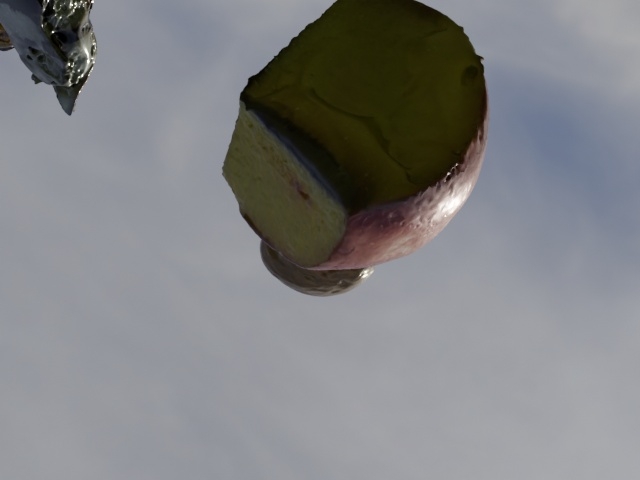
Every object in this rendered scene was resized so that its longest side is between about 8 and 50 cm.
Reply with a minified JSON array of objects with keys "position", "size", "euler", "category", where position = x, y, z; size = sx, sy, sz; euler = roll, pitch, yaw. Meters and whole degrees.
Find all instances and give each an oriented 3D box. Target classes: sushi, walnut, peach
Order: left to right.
[{"position":[-0.338,-0.290,2.120],"size":[0.134,0.273,0.109],"euler":[24,-119,39],"category":"sushi"},{"position":[0.000,0.000,2.215],"size":[0.166,0.167,0.149],"euler":[6,166,-10],"category":"walnut"},{"position":[0.049,-0.111,2.023],"size":[0.306,0.242,0.380],"euler":[22,-137,14],"category":"peach"}]

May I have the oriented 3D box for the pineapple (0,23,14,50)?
[{"position":[-0.511,-0.484,2.633],"size":[0.209,0.286,0.344],"euler":[-7,-154,2],"category":"pineapple"}]
